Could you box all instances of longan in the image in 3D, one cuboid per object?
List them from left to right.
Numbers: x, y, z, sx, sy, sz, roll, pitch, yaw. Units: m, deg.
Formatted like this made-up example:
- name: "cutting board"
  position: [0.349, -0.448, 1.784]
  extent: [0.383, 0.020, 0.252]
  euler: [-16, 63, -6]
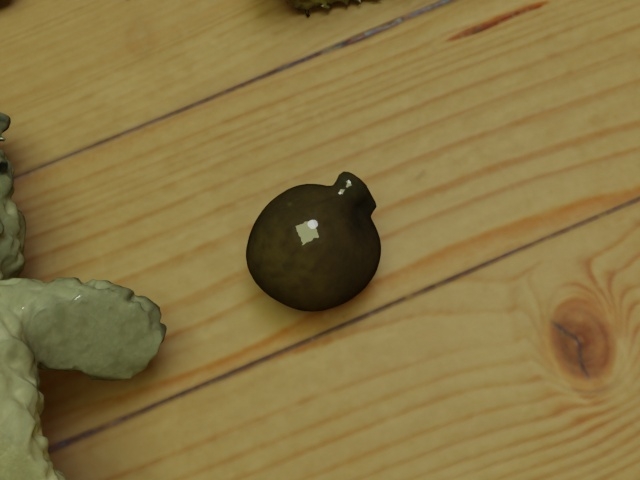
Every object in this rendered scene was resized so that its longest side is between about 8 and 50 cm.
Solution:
- name: "longan"
  position: [0.000, 0.000, 0.633]
  extent: [0.106, 0.106, 0.119]
  euler: [40, 104, 15]

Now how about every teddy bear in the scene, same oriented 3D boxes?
- name: "teddy bear"
  position: [-0.284, 0.099, 0.631]
  extent: [0.327, 0.375, 0.362]
  euler: [-25, 30, -3]

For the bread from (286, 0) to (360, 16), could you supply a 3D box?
- name: "bread"
  position: [0.061, -0.304, 0.716]
  extent: [0.260, 0.129, 0.134]
  euler: [-8, 71, 0]
